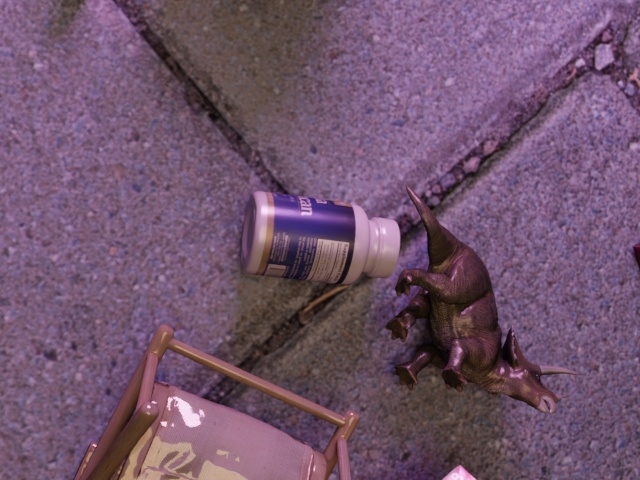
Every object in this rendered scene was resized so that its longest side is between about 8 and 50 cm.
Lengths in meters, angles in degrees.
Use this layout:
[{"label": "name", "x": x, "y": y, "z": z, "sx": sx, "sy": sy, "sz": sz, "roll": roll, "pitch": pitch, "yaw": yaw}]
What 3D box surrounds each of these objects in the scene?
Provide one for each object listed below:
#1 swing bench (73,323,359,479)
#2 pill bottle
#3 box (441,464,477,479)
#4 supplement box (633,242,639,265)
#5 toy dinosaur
[{"label": "swing bench", "x": -0.121, "y": 0.272, "z": 0.913, "sx": 0.253, "sy": 0.165, "sz": 0.255, "roll": 28, "pitch": 111, "yaw": -15}, {"label": "pill bottle", "x": 0.000, "y": 0.000, "z": 0.979, "sx": 0.169, "sy": 0.094, "sz": 0.094, "roll": 7, "pitch": 90, "yaw": -15}, {"label": "box", "x": 0.095, "y": 0.413, "z": 0.932, "sx": 0.300, "sy": 0.154, "sz": 0.142, "roll": -37, "pitch": 58, "yaw": -22}, {"label": "supplement box", "x": 0.520, "y": 0.018, "z": 1.120, "sx": 0.188, "sy": 0.081, "sz": 0.104, "roll": -23, "pitch": 97, "yaw": -13}, {"label": "toy dinosaur", "x": 0.160, "y": 0.083, "z": 1.026, "sx": 0.160, "sy": 0.121, "sz": 0.314, "roll": -25, "pitch": 87, "yaw": -41}]
